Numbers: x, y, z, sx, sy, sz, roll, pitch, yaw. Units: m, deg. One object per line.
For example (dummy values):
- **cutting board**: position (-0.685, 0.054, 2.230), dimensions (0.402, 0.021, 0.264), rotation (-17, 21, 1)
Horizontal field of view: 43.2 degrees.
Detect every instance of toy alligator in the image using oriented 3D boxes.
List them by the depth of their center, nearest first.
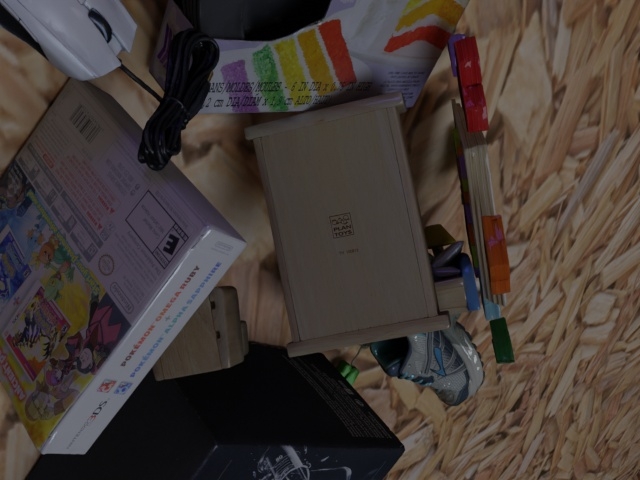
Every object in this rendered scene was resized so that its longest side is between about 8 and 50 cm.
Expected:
- **toy alligator**: position (0.012, 0.193, 1.045), dimensions (0.051, 0.056, 0.189), rotation (23, 91, -17)

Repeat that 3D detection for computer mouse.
- **computer mouse**: position (-0.149, -0.137, 0.496), dimensions (0.193, 0.042, 0.106), rotation (36, 58, -21)

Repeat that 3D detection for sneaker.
- **sneaker**: position (0.123, 0.135, 1.048), dimensions (0.122, 0.110, 0.283), rotation (-38, 133, -15)

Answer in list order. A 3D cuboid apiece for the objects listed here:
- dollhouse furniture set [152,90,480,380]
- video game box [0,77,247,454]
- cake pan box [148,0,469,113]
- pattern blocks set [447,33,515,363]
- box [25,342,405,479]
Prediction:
- **dollhouse furniture set**: position (0.000, 0.000, 0.818), dimensions (0.286, 0.198, 0.303), rotation (-11, 177, 10)
- **video game box**: position (-0.169, 0.011, 0.568), dimensions (0.187, 0.205, 0.048), rotation (-50, 145, 7)
- **cake pan box**: position (0.015, -0.213, 0.618), dimensions (0.267, 0.070, 0.245), rotation (-8, 137, -40)
- **pattern blocks set**: position (0.156, -0.041, 0.809), dimensions (0.026, 0.285, 0.324), rotation (-9, 104, 9)
- **box**: position (-0.137, 0.290, 0.886), dimensions (0.312, 0.179, 0.343), rotation (19, 111, -49)
